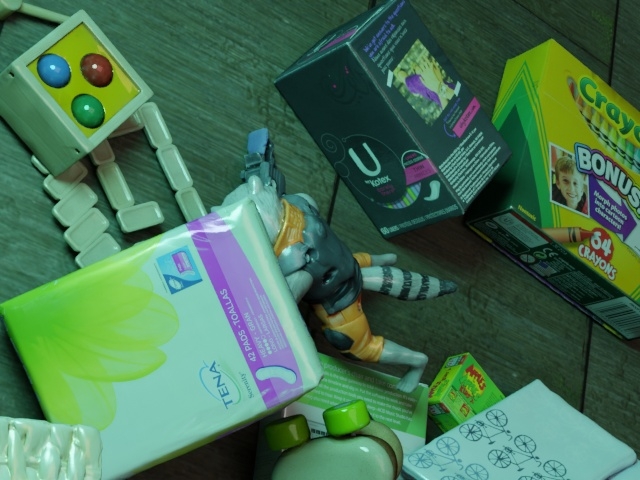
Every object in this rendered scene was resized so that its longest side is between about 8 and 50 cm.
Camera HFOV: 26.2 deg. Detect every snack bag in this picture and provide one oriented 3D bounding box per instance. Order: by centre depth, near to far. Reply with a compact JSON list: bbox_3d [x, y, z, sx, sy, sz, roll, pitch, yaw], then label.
[{"bbox_3d":[0.316,0.328,1.735,0.342,0.037,0.323,38,37,29],"label":"snack bag"}]

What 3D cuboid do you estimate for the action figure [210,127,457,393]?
[{"bbox_3d":[0.000,0.000,1.668,0.330,0.179,0.341,31,45,-43],"label":"action figure"}]

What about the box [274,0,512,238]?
[{"bbox_3d":[0.097,-0.160,1.820,0.270,0.165,0.143,54,52,-13],"label":"box"}]

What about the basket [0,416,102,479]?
[{"bbox_3d":[-0.384,0.311,1.223,0.328,0.266,0.331,13,67,-35],"label":"basket"}]

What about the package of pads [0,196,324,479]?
[{"bbox_3d":[-0.166,0.114,1.483,0.297,0.101,0.229,-23,92,-4],"label":"package of pads"}]

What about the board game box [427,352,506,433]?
[{"bbox_3d":[0.222,0.251,1.875,0.181,0.043,0.092,50,51,-16],"label":"board game box"}]

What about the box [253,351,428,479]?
[{"bbox_3d":[0.023,0.309,1.691,0.232,0.058,0.322,21,65,-33],"label":"box"}]

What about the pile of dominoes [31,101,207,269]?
[{"bbox_3d":[-0.228,-0.027,1.617,0.196,0.040,0.251,-19,81,-40],"label":"pile of dominoes"}]

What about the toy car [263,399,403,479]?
[{"bbox_3d":[0.037,0.261,1.623,0.188,0.149,0.155,-19,92,-69],"label":"toy car"}]

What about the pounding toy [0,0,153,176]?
[{"bbox_3d":[-0.292,-0.214,1.560,0.206,0.094,0.181,50,49,-11],"label":"pounding toy"}]

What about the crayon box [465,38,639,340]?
[{"bbox_3d":[0.409,-0.073,2.085,0.363,0.106,0.313,34,58,-27],"label":"crayon box"}]
